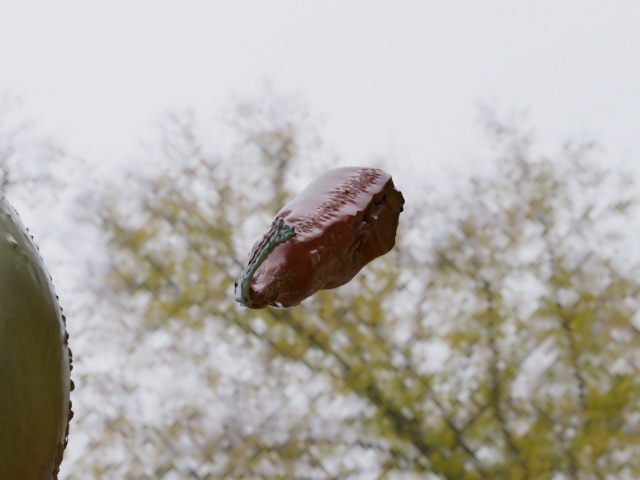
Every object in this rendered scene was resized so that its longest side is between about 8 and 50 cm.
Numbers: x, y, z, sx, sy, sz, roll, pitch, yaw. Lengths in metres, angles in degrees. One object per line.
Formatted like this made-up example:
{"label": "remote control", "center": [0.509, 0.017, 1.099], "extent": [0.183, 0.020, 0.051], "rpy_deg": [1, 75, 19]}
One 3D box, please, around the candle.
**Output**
{"label": "candle", "center": [0.000, 0.000, 0.911], "extent": [0.048, 0.053, 0.162], "rpy_deg": [-46, -3, 29]}

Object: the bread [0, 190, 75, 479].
{"label": "bread", "center": [-0.237, 0.129, 1.089], "extent": [0.314, 0.192, 0.171], "rpy_deg": [-51, -38, -4]}
